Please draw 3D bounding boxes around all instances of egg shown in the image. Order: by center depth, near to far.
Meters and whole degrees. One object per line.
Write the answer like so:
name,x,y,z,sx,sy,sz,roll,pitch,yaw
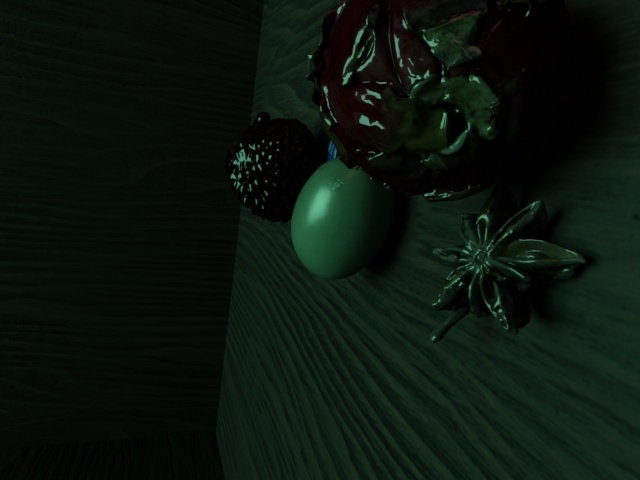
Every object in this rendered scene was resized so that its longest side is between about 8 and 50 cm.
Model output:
egg,0.043,-0.043,0.941,0.202,0.203,0.282,-109,27,-48

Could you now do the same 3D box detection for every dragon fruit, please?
dragon fruit,0.142,-0.206,0.577,0.329,0.330,0.328,-175,90,-70

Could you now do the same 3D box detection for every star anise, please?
star anise,0.224,0.040,0.601,0.231,0.089,0.209,129,153,-48

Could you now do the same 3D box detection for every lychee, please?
lychee,-0.136,-0.220,1.364,0.306,0.306,0.330,-135,25,-64

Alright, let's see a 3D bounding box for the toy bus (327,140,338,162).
toy bus,0.059,-0.177,1.086,0.079,0.094,0.236,-122,41,-59
